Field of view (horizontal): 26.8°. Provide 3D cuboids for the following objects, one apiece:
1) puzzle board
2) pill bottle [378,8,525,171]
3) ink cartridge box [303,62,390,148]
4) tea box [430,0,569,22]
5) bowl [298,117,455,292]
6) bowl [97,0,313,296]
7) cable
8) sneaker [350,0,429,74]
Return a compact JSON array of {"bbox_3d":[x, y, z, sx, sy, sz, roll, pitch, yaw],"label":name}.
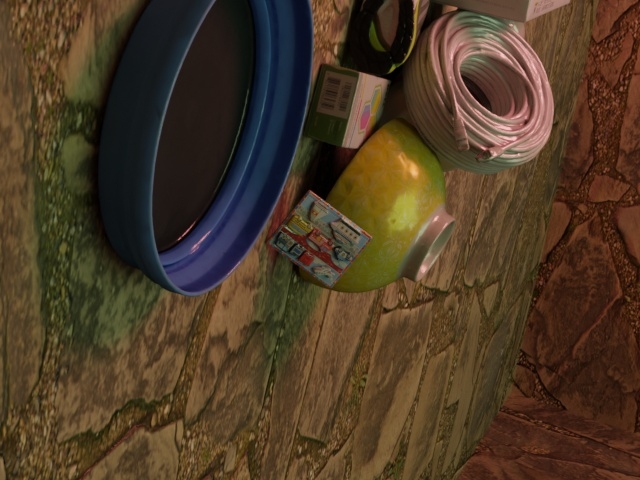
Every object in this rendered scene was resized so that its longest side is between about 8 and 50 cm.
[{"bbox_3d":[0.000,0.000,1.893,0.128,0.011,0.096,36,98,-29],"label":"puzzle board"},{"bbox_3d":[0.230,-0.274,2.239,0.176,0.176,0.318,88,26,-45],"label":"pill bottle"},{"bbox_3d":[0.050,-0.192,1.966,0.209,0.062,0.109,-5,110,-71],"label":"ink cartridge box"},{"bbox_3d":[0.300,-0.540,2.134,0.329,0.220,0.324,-33,138,-64],"label":"tea box"},{"bbox_3d":[0.111,-0.025,2.035,0.289,0.156,0.289,-53,165,-20],"label":"bowl"},{"bbox_3d":[-0.122,-0.134,1.493,0.391,0.077,0.391,18,90,-72],"label":"bowl"},{"bbox_3d":[0.243,-0.225,2.046,0.257,0.257,0.089,-8,161,-39],"label":"cable"},{"bbox_3d":[0.121,-0.389,1.967,0.121,0.111,0.300,-26,137,-79],"label":"sneaker"}]
